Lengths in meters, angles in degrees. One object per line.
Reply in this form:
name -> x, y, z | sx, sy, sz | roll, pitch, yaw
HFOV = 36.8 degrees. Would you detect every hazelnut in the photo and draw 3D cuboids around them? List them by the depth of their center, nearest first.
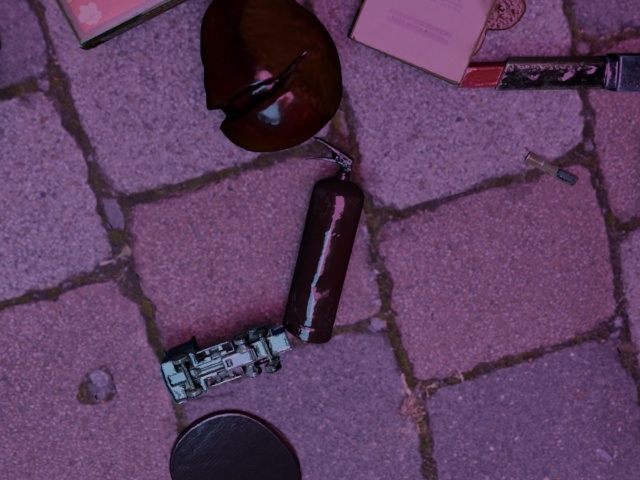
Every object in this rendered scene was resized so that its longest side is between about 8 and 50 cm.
hazelnut -> -0.068, -0.212, 1.177 | 0.178, 0.178, 0.204 | -33, 102, 2

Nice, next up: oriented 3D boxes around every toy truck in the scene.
toy truck -> -0.127, 0.154, 1.300 | 0.175, 0.081, 0.067 | -20, 108, 1

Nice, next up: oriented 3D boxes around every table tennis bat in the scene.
table tennis bat -> -0.089, 0.373, 1.399 | 0.173, 0.022, 0.301 | -39, 106, 3

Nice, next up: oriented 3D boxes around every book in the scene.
book -> 0.151, -0.330, 1.205 | 0.161, 0.026, 0.231 | 21, 100, -11

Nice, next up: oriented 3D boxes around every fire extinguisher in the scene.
fire extinguisher -> 0.000, 0.000, 1.284 | 0.089, 0.072, 0.268 | 13, 103, 1

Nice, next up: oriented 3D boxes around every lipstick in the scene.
lipstick -> 0.334, -0.225, 1.279 | 0.312, 0.051, 0.051 | -1, 107, -6

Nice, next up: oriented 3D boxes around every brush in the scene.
brush -> 0.321, -0.098, 1.331 | 0.083, 0.013, 0.016 | 26, 102, -12

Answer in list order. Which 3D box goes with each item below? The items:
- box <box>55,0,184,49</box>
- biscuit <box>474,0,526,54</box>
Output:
box -> -0.214, -0.329, 1.106 | 0.194, 0.177, 0.148 | -26, 108, 0
biscuit -> 0.171, -0.344, 1.232 | 0.138, 0.031, 0.205 | -37, 107, 3
